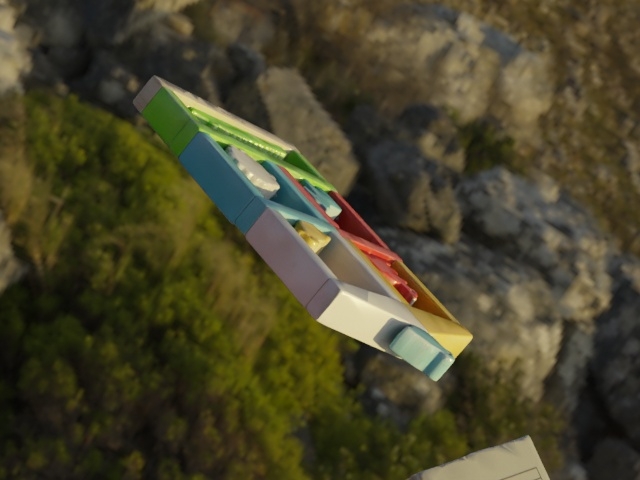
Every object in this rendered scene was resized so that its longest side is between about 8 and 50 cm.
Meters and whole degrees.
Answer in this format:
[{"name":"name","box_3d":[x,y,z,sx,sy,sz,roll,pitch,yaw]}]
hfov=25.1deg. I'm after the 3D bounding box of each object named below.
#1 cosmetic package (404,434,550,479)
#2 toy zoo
[{"name":"cosmetic package","box_3d":[0.148,0.328,1.173,0.153,0.129,0.296,-8,69,-42]},{"name":"toy zoo","box_3d":[0.000,0.000,1.061,0.293,0.030,0.192,48,15,32]}]
